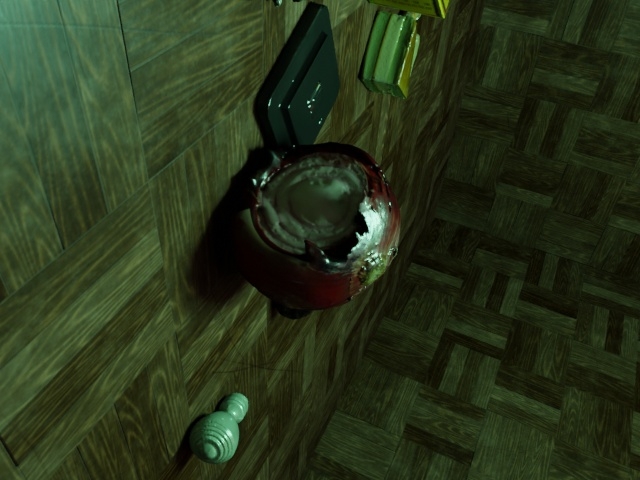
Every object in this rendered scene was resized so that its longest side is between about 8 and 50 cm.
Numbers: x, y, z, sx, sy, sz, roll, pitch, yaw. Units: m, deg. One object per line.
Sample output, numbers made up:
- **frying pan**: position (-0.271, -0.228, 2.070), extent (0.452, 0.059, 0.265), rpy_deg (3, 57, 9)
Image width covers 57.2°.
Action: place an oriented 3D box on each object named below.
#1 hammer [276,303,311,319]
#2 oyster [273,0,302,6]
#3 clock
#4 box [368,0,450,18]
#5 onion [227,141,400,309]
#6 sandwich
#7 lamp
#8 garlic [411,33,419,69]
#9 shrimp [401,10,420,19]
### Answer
- **hammer**: position (0.000, 0.000, 1.555), extent (0.409, 0.095, 0.242), rpy_deg (-57, 158, -45)
- **oyster**: position (-0.032, -0.449, 0.929), extent (0.081, 0.163, 0.191), rpy_deg (51, 11, -34)
- **clock**: position (-0.028, -0.294, 1.202), extent (0.273, 0.049, 0.279), rpy_deg (71, 41, -65)
- **box**: position (0.172, -0.587, 1.259), extent (0.301, 0.193, 0.084), rpy_deg (2, 106, -73)
- **onion**: position (0.002, -0.016, 1.144), extent (0.341, 0.341, 0.341), rpy_deg (19, 90, -73)
- **sandwich**: position (0.190, -0.490, 1.564), extent (0.144, 0.117, 0.187), rpy_deg (-16, 122, -73)
- **lamp**: position (-0.219, 0.417, 1.310), extent (0.193, 0.106, 0.106), rpy_deg (-51, 156, -70)
- **garlic**: position (0.207, -0.503, 1.624), extent (0.087, 0.101, 0.195), rpy_deg (-22, 146, -28)
- **shrimp**: position (0.272, -0.668, 1.756), extent (0.251, 0.052, 0.143), rpy_deg (-57, 171, -16)
